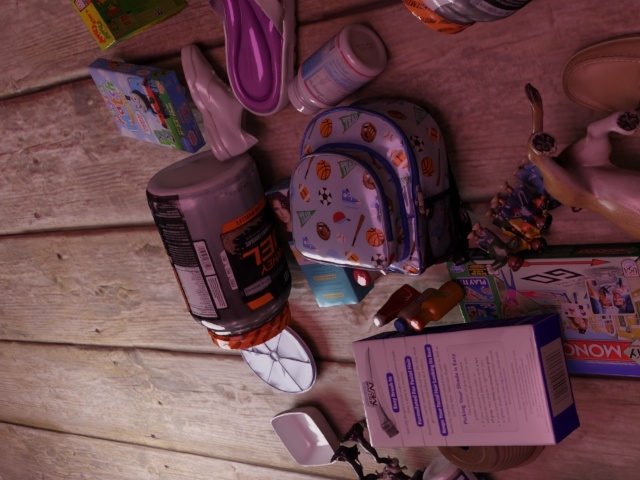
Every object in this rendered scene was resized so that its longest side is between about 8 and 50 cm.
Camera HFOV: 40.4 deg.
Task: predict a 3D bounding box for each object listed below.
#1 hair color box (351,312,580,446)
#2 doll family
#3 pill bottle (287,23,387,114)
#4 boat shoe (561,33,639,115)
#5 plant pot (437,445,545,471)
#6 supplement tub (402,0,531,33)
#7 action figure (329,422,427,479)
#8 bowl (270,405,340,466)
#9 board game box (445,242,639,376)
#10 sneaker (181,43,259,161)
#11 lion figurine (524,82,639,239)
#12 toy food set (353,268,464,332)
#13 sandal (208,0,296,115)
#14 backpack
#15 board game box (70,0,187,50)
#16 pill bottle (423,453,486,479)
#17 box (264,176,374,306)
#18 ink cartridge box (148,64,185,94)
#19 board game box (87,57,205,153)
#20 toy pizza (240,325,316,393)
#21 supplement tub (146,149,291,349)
[{"bbox_3d":[0.226,0.230,1.404,0.338,0.110,0.185,-11,90,36],"label":"hair color box"},{"bbox_3d":[0.310,-0.035,1.293,0.111,0.076,0.193,39,133,15],"label":"doll family"},{"bbox_3d":[0.021,-0.259,1.343,0.160,0.087,0.087,-29,100,46],"label":"pill bottle"},{"bbox_3d":[0.437,-0.184,1.070,0.302,0.098,0.109,14,127,30],"label":"boat shoe"},{"bbox_3d":[0.279,0.332,1.553,0.237,0.110,0.237,19,129,25],"label":"plant pot"},{"bbox_3d":[0.233,-0.388,1.014,0.194,0.193,0.316,53,136,-6],"label":"supplement tub"},{"bbox_3d":[0.145,0.501,1.755,0.275,0.141,0.164,36,124,13],"label":"action figure"},{"bbox_3d":[-0.026,0.417,1.885,0.142,0.053,0.142,-21,106,44],"label":"bowl"},{"bbox_3d":[0.371,0.109,1.369,0.317,0.046,0.214,-3,117,39],"label":"board game box"},{"bbox_3d":[-0.172,-0.251,1.518,0.094,0.080,0.212,-21,90,7],"label":"sneaker"},{"bbox_3d":[0.412,-0.047,1.139,0.392,0.142,0.240,42,175,13],"label":"lion figurine"},{"bbox_3d":[0.117,0.078,1.468,0.232,0.104,0.111,36,145,28],"label":"toy food set"},{"bbox_3d":[-0.123,-0.382,1.355,0.169,0.102,0.417,8,124,33],"label":"sandal"},{"bbox_3d":[0.075,-0.084,1.343,0.276,0.213,0.264,6,104,34],"label":"backpack"},{"bbox_3d":[-0.312,-0.391,1.435,0.043,0.181,0.092,-21,105,44],"label":"board game box"},{"bbox_3d":[0.283,0.493,1.672,0.169,0.094,0.094,50,136,-5],"label":"pill bottle"},{"bbox_3d":[0.000,0.000,1.563,0.100,0.060,0.244,-10,114,41],"label":"box"},{"bbox_3d":[-0.292,-0.281,1.609,0.083,0.028,0.048,35,137,12],"label":"ink cartridge box"},{"bbox_3d":[-0.322,-0.250,1.606,0.211,0.039,0.160,17,142,37],"label":"board game box"},{"bbox_3d":[-0.088,0.234,1.818,0.201,0.032,0.201,21,132,25],"label":"toy pizza"},{"bbox_3d":[-0.175,0.019,1.605,0.207,0.207,0.338,4,122,36],"label":"supplement tub"}]
